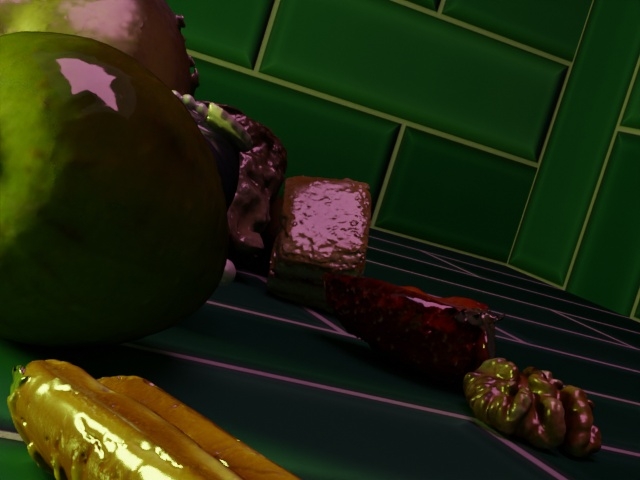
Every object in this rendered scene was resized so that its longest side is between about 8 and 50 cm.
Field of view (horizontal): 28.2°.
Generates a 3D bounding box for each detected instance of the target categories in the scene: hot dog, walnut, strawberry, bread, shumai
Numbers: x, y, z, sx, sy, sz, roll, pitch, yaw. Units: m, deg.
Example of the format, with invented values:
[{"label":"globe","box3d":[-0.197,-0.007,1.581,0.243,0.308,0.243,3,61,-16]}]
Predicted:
[{"label":"hot dog","box3d":[-0.085,0.128,0.702,0.115,0.072,0.269,13,5,-38]},{"label":"walnut","box3d":[0.224,0.170,1.348,0.143,0.069,0.170,17,7,-23]},{"label":"strawberry","box3d":[0.097,0.103,1.508,0.228,0.098,0.174,15,3,8]},{"label":"bread","box3d":[0.000,0.000,1.815,0.138,0.102,0.196,7,44,3]},{"label":"shumai","box3d":[-0.193,-0.044,1.913,0.346,0.217,0.283,-11,54,-19]}]

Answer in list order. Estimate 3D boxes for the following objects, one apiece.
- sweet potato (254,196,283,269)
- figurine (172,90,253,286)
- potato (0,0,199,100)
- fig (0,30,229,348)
[{"label":"sweet potato","box3d":[-0.075,-0.012,2.080,0.131,0.130,0.423,15,-1,-23]},{"label":"figurine","box3d":[-0.268,-0.053,1.361,0.361,0.211,0.253,10,-32,-16]},{"label":"potato","box3d":[-0.353,-0.231,1.617,0.442,0.319,0.385,42,10,21]},{"label":"fig","box3d":[-0.197,-0.030,1.078,0.258,0.258,0.326,21,-7,36]}]
